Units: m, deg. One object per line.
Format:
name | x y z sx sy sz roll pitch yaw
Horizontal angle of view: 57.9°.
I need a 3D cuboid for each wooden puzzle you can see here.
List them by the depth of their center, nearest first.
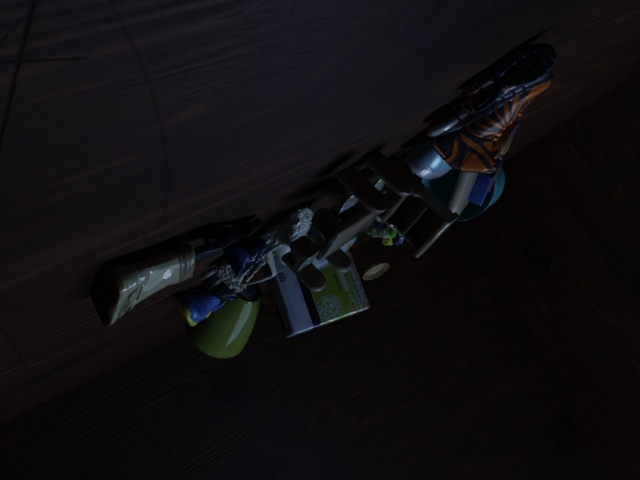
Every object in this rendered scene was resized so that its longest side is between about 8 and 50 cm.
wooden puzzle | 0.515 -0.243 1.763 0.348 0.080 0.322 -29 141 -57

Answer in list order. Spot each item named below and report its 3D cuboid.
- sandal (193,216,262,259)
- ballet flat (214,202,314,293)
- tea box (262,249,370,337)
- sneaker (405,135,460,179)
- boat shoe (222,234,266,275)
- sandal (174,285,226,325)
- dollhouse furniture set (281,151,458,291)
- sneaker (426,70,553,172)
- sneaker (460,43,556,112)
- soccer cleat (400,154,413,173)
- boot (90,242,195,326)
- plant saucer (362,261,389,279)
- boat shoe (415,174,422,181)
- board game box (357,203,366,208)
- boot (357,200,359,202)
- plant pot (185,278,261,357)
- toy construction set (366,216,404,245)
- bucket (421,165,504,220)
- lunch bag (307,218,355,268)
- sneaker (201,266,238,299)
sandal | -0.235 -0.013 1.393 0.097 0.054 0.254 -24 -174 28
ballet flat | -0.149 0.036 1.746 0.409 0.147 0.147 -33 172 31
tea box | -0.027 0.175 2.289 0.323 0.329 0.220 -18 170 -16
sneaker | 0.401 -0.273 1.690 0.150 0.135 0.366 -39 173 40
boat shoe | -0.192 0.040 1.519 0.089 0.109 0.258 -30 -169 -17
sandal | -0.424 0.217 2.091 0.138 0.126 0.317 -33 -178 5
dollhouse furniture set | 0.158 -0.035 1.599 0.394 0.256 0.362 -33 164 -45
sneaker | 0.442 -0.285 1.438 0.321 0.180 0.124 -27 -162 24
sneaker | 0.417 -0.370 1.299 0.221 0.083 0.087 -26 -171 25
soccer cleat | 0.237 -0.175 1.777 0.196 0.068 0.076 -64 178 20
boot | -0.402 0.096 1.311 0.203 0.095 0.262 -25 169 -37
plant saucer | 0.153 0.083 1.627 0.083 0.015 0.083 -22 153 -12
boat shoe | 0.408 -0.248 2.239 0.207 0.073 0.073 -26 137 -49
board game box | 0.196 -0.123 2.326 0.305 0.053 0.193 -27 173 -16
boot | 0.138 -0.152 1.916 0.114 0.037 0.106 -29 -172 32
plant pot | -0.363 0.283 2.359 0.275 0.275 0.293 -21 154 -52
toy construction set | 0.298 -0.097 2.213 0.328 0.215 0.151 -18 -160 -32
bucket | 0.525 -0.214 2.105 0.281 0.281 0.183 -33 173 35
lunch bag | 0.000 0.000 2.092 0.279 0.108 0.224 -32 157 -7
sneaker | -0.284 0.132 1.946 0.217 0.121 0.079 -24 173 -34
